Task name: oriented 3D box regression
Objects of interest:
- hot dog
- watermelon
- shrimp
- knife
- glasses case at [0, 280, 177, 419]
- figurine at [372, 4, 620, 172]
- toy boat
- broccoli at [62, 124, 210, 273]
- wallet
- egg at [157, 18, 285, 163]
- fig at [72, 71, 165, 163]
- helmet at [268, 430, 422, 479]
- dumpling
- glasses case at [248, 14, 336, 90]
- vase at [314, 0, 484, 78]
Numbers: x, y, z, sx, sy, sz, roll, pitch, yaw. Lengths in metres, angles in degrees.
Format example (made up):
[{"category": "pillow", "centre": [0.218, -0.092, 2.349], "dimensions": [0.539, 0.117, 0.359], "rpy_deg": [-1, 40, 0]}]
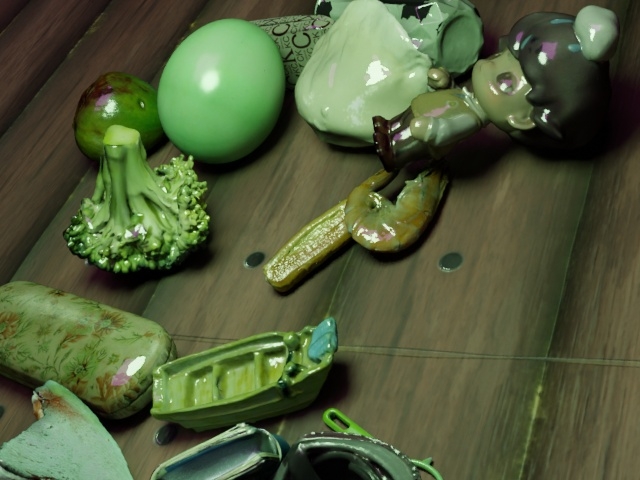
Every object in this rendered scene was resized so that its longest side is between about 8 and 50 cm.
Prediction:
[{"category": "hot dog", "centre": [0.000, 0.000, 1.490], "dimensions": [0.216, 0.047, 0.066], "rpy_deg": [-40, 78, -15]}, {"category": "watermelon", "centre": [-0.391, 0.325, 1.216], "dimensions": [0.290, 0.213, 0.320], "rpy_deg": [-29, 51, -1]}, {"category": "shrimp", "centre": [0.120, -0.068, 1.485], "dimensions": [0.133, 0.053, 0.236], "rpy_deg": [16, 51, 27]}, {"category": "knife", "centre": [0.078, 0.256, 1.192], "dimensions": [0.054, 0.015, 0.212], "rpy_deg": [-41, 42, -19]}, {"category": "glasses case", "centre": [-0.397, 0.159, 1.489], "dimensions": [0.425, 0.098, 0.156], "rpy_deg": [12, 55, 37]}, {"category": "figurine", "centre": [0.254, -0.228, 1.451], "dimensions": [0.365, 0.206, 0.218], "rpy_deg": [-7, 16, 7]}, {"category": "toy boat", "centre": [-0.094, 0.188, 1.313], "dimensions": [0.276, 0.084, 0.111], "rpy_deg": [-19, 42, 14]}, {"category": "broccoli", "centre": [-0.304, -0.066, 1.571], "dimensions": [0.247, 0.243, 0.263], "rpy_deg": [-26, 43, -21]}, {"category": "wallet", "centre": [-0.103, 0.271, 1.133], "dimensions": [0.141, 0.202, 0.059], "rpy_deg": [-25, 68, 3]}, {"category": "egg", "centre": [-0.175, -0.268, 1.734], "dimensions": [0.220, 0.220, 0.269], "rpy_deg": [7, 67, 34]}, {"category": "fig", "centre": [-0.386, -0.235, 1.870], "dimensions": [0.191, 0.181, 0.181], "rpy_deg": [0, 41, -6]}, {"category": "helmet", "centre": [-0.006, 0.368, 0.974], "dimensions": [0.338, 0.197, 0.271], "rpy_deg": [-44, 33, -10]}, {"category": "dumpling", "centre": [0.057, -0.283, 1.624], "dimensions": [0.187, 0.242, 0.318], "rpy_deg": [-24, 39, -34]}, {"category": "glasses case", "centre": [-0.104, -0.357, 1.866], "dimensions": [0.355, 0.137, 0.085], "rpy_deg": [-1, 45, 28]}, {"category": "vase", "centre": [0.135, -0.397, 1.777], "dimensions": [0.165, 0.165, 0.360], "rpy_deg": [-40, 38, -16]}]
